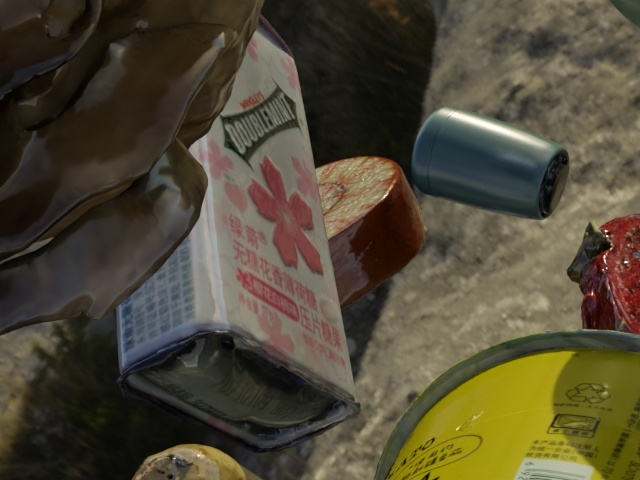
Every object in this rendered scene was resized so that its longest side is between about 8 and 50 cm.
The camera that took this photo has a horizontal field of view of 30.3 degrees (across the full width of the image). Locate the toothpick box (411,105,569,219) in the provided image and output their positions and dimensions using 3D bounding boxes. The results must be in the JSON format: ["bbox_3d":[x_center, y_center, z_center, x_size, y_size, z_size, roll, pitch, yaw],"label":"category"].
[{"bbox_3d":[0.220,-0.094,1.509,0.184,0.120,0.120,20,75,28],"label":"toothpick box"}]

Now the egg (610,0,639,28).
[{"bbox_3d":[0.243,-0.200,0.746,0.149,0.149,0.192,-18,36,23],"label":"egg"}]

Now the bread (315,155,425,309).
[{"bbox_3d":[0.003,-0.002,1.702,0.295,0.114,0.327,-27,20,8],"label":"bread"}]

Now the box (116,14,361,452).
[{"bbox_3d":[-0.075,-0.030,0.923,0.112,0.190,0.370,-28,53,23],"label":"box"}]

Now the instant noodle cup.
[{"bbox_3d":[0.132,0.239,0.651,0.325,0.254,0.325,7,107,23],"label":"instant noodle cup"}]

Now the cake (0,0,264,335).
[{"bbox_3d":[-0.185,-0.120,0.536,0.332,0.332,0.321,-24,33,19],"label":"cake"}]

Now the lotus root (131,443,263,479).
[{"bbox_3d":[-0.125,0.368,1.510,0.160,0.284,0.146,-30,39,19],"label":"lotus root"}]

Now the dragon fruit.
[{"bbox_3d":[0.397,0.083,1.447,0.205,0.317,0.152,60,138,32],"label":"dragon fruit"}]
